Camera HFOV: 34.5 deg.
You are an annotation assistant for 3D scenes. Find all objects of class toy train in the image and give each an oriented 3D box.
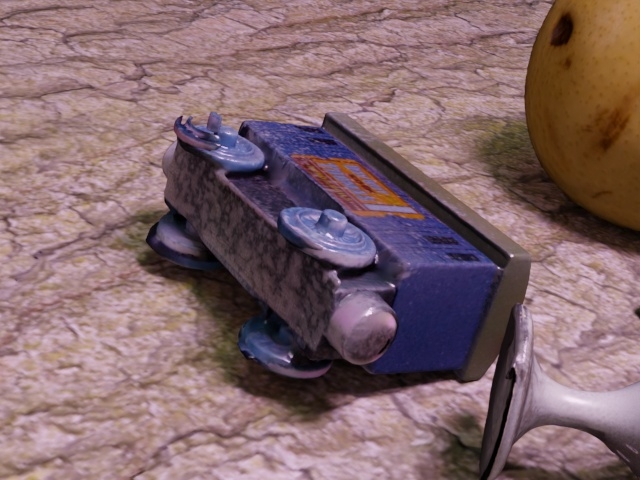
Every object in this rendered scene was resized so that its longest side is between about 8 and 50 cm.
[{"bbox_3d":[0.000,0.000,0.791,0.202,0.131,0.300,1,28,-35],"label":"toy train"}]

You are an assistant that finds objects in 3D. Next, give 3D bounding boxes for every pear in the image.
[{"bbox_3d":[0.387,-0.163,1.053,0.348,0.348,0.348,9,27,-5],"label":"pear"}]

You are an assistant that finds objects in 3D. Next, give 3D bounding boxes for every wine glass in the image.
[{"bbox_3d":[0.225,0.120,0.641,0.241,0.126,0.126,13,27,6],"label":"wine glass"}]
